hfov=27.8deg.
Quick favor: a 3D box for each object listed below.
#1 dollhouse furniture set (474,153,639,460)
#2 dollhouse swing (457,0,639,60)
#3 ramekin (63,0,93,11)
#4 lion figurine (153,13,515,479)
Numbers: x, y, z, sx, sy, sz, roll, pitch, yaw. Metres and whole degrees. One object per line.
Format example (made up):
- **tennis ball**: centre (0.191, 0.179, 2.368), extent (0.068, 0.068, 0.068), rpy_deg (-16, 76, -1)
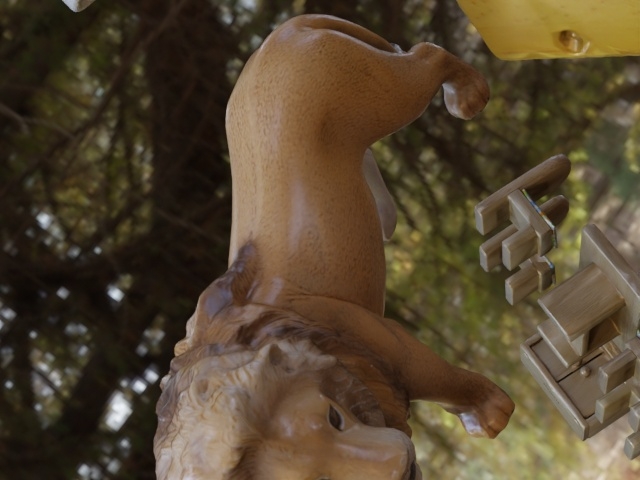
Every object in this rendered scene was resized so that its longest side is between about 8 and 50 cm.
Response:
- **dollhouse furniture set**: centre (0.260, 0.054, 1.088), extent (0.161, 0.212, 0.242), rpy_deg (-32, -25, -6)
- **dollhouse swing**: centre (0.143, -0.321, 0.661), extent (0.347, 0.315, 0.305), rpy_deg (50, -119, -34)
- **ramekin**: centre (-0.205, -0.368, 1.231), extent (0.277, 0.135, 0.277), rpy_deg (-52, 9, 12)
- **lion figurine**: centre (0.000, 0.000, 0.728), extent (0.142, 0.392, 0.240), rpy_deg (-27, -35, 30)
